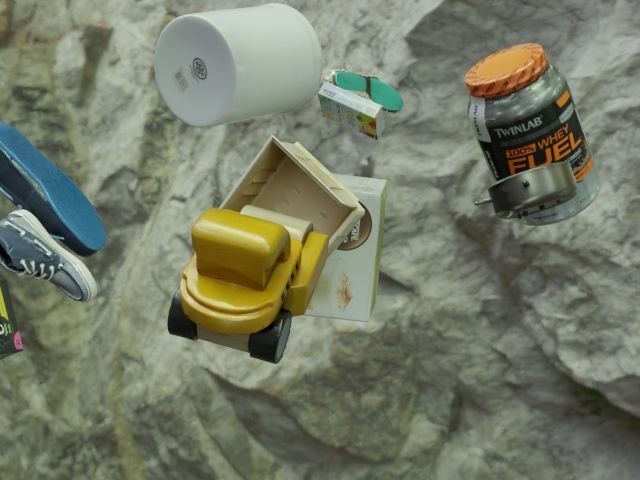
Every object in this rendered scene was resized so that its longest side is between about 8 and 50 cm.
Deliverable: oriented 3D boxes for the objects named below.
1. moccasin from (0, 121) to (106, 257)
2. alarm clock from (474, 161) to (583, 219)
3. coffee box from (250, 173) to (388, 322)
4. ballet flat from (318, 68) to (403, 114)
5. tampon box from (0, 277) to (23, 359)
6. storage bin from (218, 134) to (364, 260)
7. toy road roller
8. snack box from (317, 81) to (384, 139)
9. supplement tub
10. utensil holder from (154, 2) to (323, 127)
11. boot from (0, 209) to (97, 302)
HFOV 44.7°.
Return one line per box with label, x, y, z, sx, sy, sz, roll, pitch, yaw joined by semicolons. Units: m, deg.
moccasin;-0.594;-0.094;1.643;0.117;0.138;0.342;-39;-88;21
alarm clock;0.344;-0.076;1.210;0.129;0.192;0.064;-27;-101;55
coffee box;0.000;0.000;2.111;0.338;0.334;0.338;-55;151;-78
ballet flat;0.095;-0.360;1.896;0.077;0.241;0.091;-14;-112;49
tampon box;-0.555;0.138;1.181;0.161;0.101;0.120;-22;-101;22
storage bin;-0.075;-0.061;1.838;0.260;0.123;0.262;45;-71;18
toy road roller;-0.115;0.026;1.314;0.202;0.329;0.241;15;-47;9
snack box;0.067;-0.278;1.677;0.141;0.037;0.100;27;-16;16
supplement tub;0.432;-0.216;1.605;0.207;0.207;0.338;15;-40;57
utensil holder;-0.230;-0.502;2.225;0.327;0.385;0.328;12;-68;31
boot;-0.449;0.041;1.239;0.190;0.086;0.069;45;-55;-3
